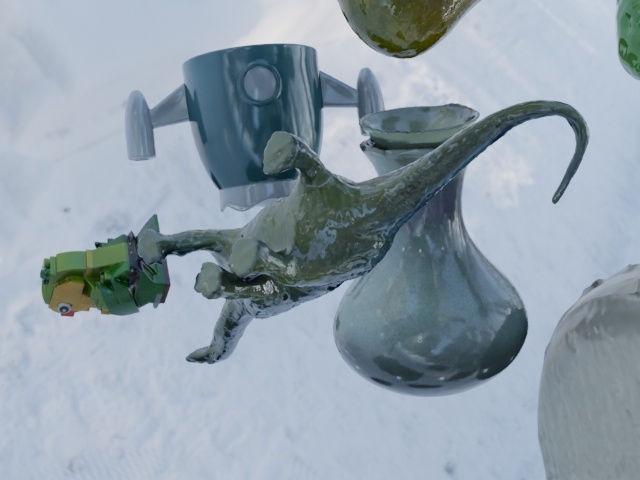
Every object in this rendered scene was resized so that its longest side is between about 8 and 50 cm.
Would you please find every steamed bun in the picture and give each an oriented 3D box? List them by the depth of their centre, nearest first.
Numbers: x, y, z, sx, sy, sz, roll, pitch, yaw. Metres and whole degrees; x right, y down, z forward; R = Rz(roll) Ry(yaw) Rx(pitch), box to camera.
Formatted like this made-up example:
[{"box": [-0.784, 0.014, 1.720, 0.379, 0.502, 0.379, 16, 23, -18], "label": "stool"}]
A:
[{"box": [0.390, 0.192, 0.907, 0.241, 0.374, 0.374, -10, 54, -27], "label": "steamed bun"}]

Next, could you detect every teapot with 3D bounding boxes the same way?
[{"box": [0.097, 0.009, 0.873, 0.183, 0.251, 0.183, -4, 19, 1], "label": "teapot"}]

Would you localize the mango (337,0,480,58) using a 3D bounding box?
[{"box": [0.082, -0.209, 0.575, 0.136, 0.099, 0.227, 37, 71, -8], "label": "mango"}]

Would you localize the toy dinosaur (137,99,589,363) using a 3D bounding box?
[{"box": [-0.010, 0.000, 0.616, 0.147, 0.363, 0.076, 15, 50, -47], "label": "toy dinosaur"}]

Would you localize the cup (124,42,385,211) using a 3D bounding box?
[{"box": [-0.070, -0.123, 1.093, 0.167, 0.300, 0.173, 180, -97, -82], "label": "cup"}]

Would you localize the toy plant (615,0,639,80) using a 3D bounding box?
[{"box": [0.332, -0.349, 0.779, 0.210, 0.356, 0.317, 25, 47, 13], "label": "toy plant"}]

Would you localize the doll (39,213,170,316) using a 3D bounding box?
[{"box": [-0.298, 0.047, 1.332, 0.134, 0.186, 0.106, 77, -4, -45], "label": "doll"}]
